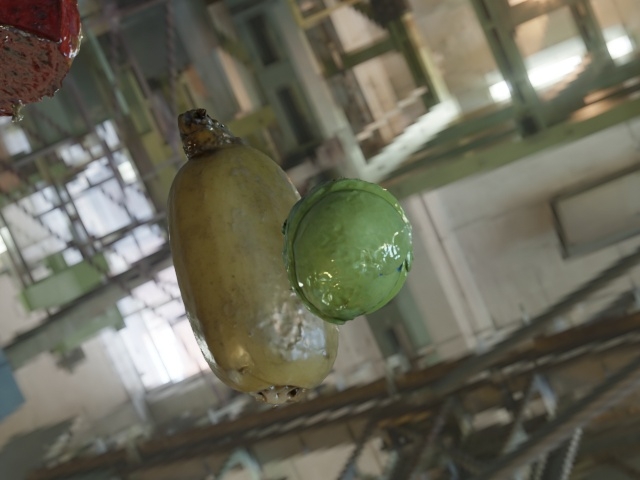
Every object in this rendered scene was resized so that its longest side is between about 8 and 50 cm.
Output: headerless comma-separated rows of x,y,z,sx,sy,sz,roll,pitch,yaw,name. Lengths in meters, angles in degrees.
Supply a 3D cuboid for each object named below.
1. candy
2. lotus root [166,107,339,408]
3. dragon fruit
0.000,0.000,1.093,0.092,0.093,0.335,-29,-174,-7,candy
-0.077,0.009,1.577,0.151,0.342,0.169,-23,165,29,lotus root
-0.191,-0.122,0.777,0.162,0.083,0.106,11,151,6,dragon fruit
